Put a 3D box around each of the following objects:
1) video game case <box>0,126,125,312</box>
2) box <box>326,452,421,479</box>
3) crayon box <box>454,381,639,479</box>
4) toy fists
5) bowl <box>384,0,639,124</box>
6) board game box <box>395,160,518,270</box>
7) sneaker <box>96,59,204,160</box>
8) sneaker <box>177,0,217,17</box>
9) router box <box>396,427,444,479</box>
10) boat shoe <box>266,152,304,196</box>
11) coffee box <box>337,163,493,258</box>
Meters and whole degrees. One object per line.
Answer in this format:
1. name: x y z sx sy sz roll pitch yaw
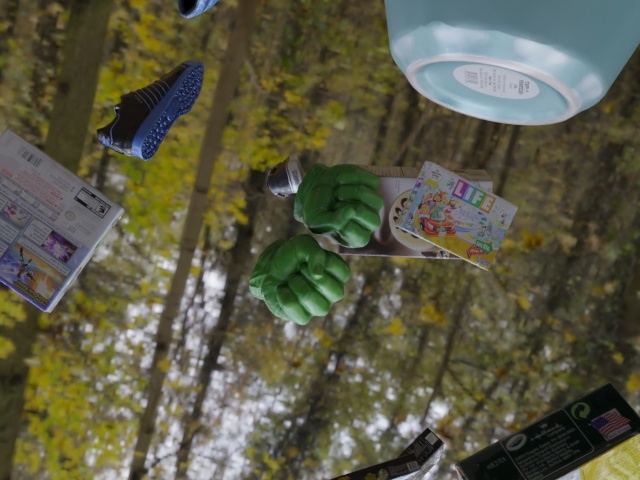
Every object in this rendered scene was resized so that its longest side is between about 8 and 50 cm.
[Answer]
1. video game case: -0.554 -0.038 1.914 0.269 0.244 0.061 35 171 0
2. box: 0.053 0.319 1.308 0.137 0.094 0.027 -10 -116 -28
3. crayon box: 0.289 0.326 1.188 0.202 0.318 0.081 -26 -137 -6
4. toy fists: 0.000 0.000 1.621 0.142 0.279 0.096 21 166 31
5. bowl: 0.192 -0.225 1.040 0.311 0.163 0.311 15 172 2
6. board game box: 0.196 -0.035 1.442 0.154 0.103 0.026 25 180 -20
7. sneaker: -0.270 -0.223 1.619 0.090 0.081 0.232 18 -132 13
8. sneaker: -0.166 -0.379 1.306 0.069 0.209 0.082 26 -122 18
9. router box: 0.148 0.349 1.578 0.038 0.092 0.122 42 165 19
10. boat shoe: -0.070 -0.119 1.974 0.076 0.080 0.228 -16 -170 2
11. coffee box: 0.185 -0.058 2.024 0.297 0.168 0.119 2 -165 0
